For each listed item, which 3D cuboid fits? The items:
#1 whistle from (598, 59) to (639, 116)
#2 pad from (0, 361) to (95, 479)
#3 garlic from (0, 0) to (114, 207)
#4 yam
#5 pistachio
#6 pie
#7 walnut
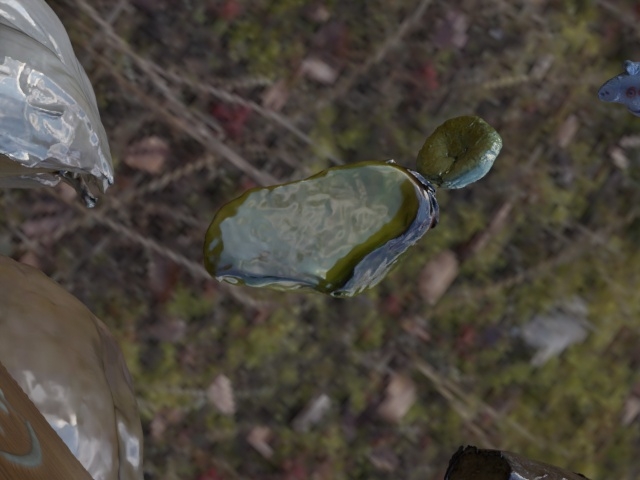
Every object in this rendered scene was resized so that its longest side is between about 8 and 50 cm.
[{"bbox_3d":[0.169,-0.057,0.886,0.033,0.029,0.083,-32,121,27],"label":"whistle"},{"bbox_3d":[-0.163,0.026,0.646,0.018,0.286,0.284,-43,146,-2],"label":"pad"},{"bbox_3d":[-0.222,-0.106,1.227,0.178,0.229,0.143,12,81,-16],"label":"garlic"},{"bbox_3d":[0.140,0.174,1.101,0.141,0.079,0.079,20,104,-35],"label":"yam"},{"bbox_3d":[0.000,0.000,1.258,0.173,0.089,0.049,-14,172,-13],"label":"pistachio"},{"bbox_3d":[0.123,-0.078,1.617,0.084,0.084,0.020,-46,129,-7],"label":"pie"},{"bbox_3d":[-0.206,0.137,0.986,0.227,0.273,0.273,-11,128,-11],"label":"walnut"}]
